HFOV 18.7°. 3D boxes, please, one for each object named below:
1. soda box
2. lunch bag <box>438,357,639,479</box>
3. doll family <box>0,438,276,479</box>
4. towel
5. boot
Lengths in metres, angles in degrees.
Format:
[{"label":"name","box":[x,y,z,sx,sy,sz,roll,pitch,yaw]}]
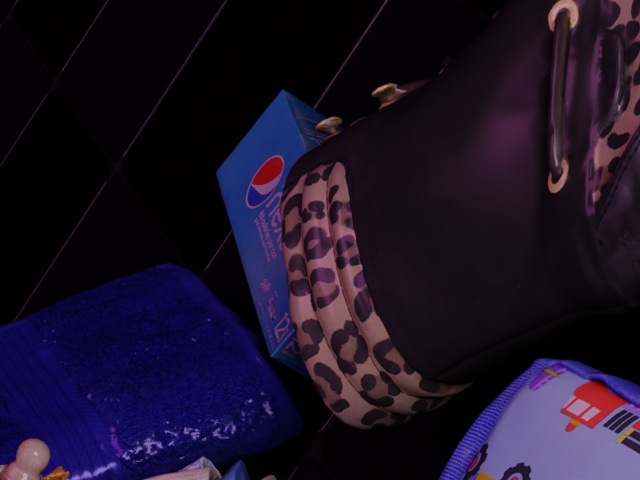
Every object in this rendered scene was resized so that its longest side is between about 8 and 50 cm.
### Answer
[{"label":"soda box","box":[0.000,0.000,1.109,0.071,0.067,0.210,-50,28,17]},{"label":"lunch bag","box":[0.088,0.176,0.661,0.221,0.138,0.293,26,94,64]},{"label":"doll family","box":[-0.083,0.185,0.809,0.163,0.263,0.118,-11,18,7]},{"label":"towel","box":[-0.188,0.102,1.122,0.308,0.076,0.227,-20,20,-18]},{"label":"boot","box":[0.116,-0.099,0.947,0.284,0.138,0.377,-33,42,41]}]
